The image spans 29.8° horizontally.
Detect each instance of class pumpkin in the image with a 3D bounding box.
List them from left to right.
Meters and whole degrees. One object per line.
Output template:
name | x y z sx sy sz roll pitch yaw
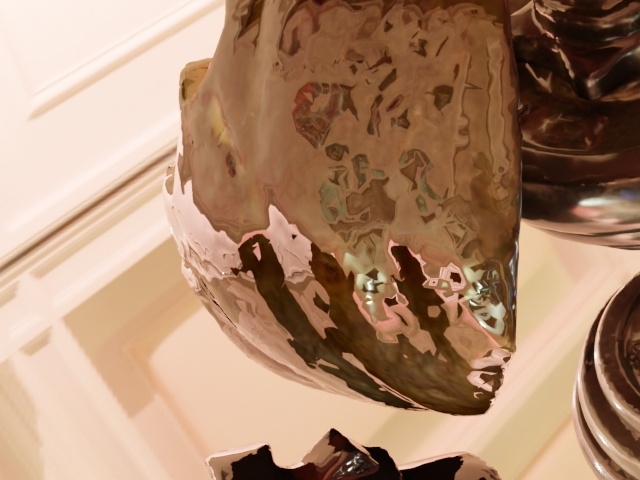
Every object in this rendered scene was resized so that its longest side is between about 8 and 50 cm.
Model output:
pumpkin | 0.000 0.000 0.449 0.130 0.254 0.149 -1 -144 0

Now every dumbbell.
dumbbell | 0.174 0.004 0.576 0.179 0.179 0.406 -65 -36 -27

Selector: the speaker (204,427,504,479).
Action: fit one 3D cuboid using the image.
speaker | -0.071 0.213 0.454 0.329 0.198 0.259 -4 -100 -20
